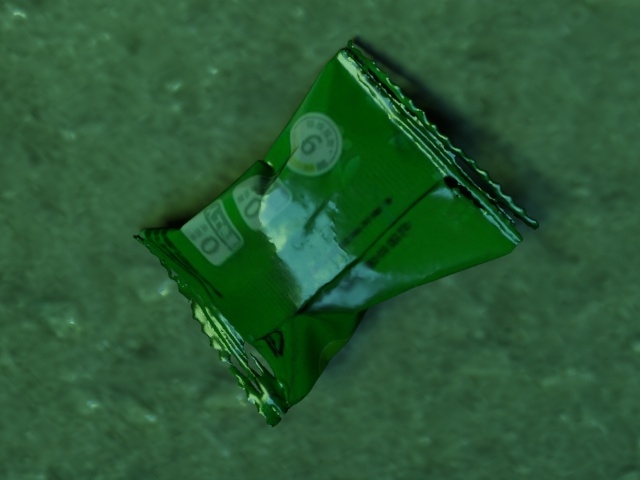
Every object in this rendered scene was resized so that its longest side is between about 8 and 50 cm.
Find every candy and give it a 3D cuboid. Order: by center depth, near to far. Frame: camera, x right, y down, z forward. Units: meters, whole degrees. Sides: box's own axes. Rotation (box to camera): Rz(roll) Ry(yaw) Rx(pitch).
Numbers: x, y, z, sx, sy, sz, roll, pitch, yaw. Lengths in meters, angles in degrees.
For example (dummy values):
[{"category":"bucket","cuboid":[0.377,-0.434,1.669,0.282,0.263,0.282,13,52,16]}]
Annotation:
[{"category":"candy","cuboid":[0.001,0.003,1.073,0.141,0.078,0.203,41,117,-17]}]
